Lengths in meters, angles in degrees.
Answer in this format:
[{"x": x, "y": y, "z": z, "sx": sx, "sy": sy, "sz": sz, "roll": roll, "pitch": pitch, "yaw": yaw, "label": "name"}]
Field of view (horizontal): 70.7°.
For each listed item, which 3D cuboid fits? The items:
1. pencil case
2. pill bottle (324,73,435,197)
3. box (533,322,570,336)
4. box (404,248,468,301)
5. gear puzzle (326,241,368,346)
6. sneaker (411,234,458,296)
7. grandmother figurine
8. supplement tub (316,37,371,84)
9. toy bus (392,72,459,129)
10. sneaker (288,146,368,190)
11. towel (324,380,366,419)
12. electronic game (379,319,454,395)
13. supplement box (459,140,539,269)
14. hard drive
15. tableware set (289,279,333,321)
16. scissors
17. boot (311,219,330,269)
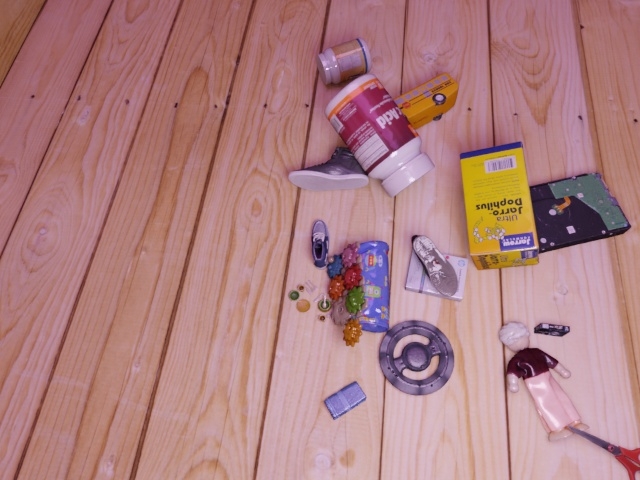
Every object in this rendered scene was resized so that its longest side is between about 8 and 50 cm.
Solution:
[{"x": 0.160, "y": 0.145, "z": 1.470, "sx": 0.133, "sy": 0.119, "sz": 0.306, "roll": 6, "pitch": 65, "yaw": -7, "label": "pencil case"}, {"x": 0.211, "y": -0.361, "z": 1.589, "sx": 0.224, "sy": 0.224, "sz": 0.392, "roll": -36, "pitch": 89, "yaw": -11, "label": "pill bottle"}, {"x": 0.711, "y": 0.275, "z": 1.390, "sx": 0.083, "sy": 0.067, "sz": 0.018, "roll": 7, "pitch": 65, "yaw": 7, "label": "box"}, {"x": 0.388, "y": 0.114, "z": 1.509, "sx": 0.186, "sy": 0.038, "sz": 0.145, "roll": 12, "pitch": 67, "yaw": 9, "label": "box"}, {"x": 0.074, "y": 0.175, "z": 1.426, "sx": 0.044, "sy": 0.175, "sz": 0.338, "roll": 19, "pitch": 50, "yaw": -32, "label": "gear puzzle"}, {"x": 0.372, "y": 0.073, "z": 1.470, "sx": 0.083, "sy": 0.118, "sz": 0.222, "roll": -29, "pitch": 94, "yaw": 9, "label": "sneaker"}, {"x": 0.632, "y": 0.399, "z": 1.330, "sx": 0.208, "sy": 0.104, "sz": 0.342, "roll": -4, "pitch": 59, "yaw": -27, "label": "grandmother figurine"}, {"x": 0.096, "y": -0.737, "z": 1.866, "sx": 0.200, "sy": 0.144, "sz": 0.144, "roll": -21, "pitch": 65, "yaw": -4, "label": "supplement tub"}, {"x": 0.379, "y": -0.517, "z": 1.759, "sx": 0.333, "sy": 0.108, "sz": 0.130, "roll": -29, "pitch": 66, "yaw": -8, "label": "toy bus"}, {"x": 0.028, "y": -0.272, "z": 1.688, "sx": 0.296, "sy": 0.104, "sz": 0.146, "roll": 0, "pitch": 64, "yaw": -1, "label": "sneaker"}, {"x": 0.076, "y": 0.485, "z": 1.373, "sx": 0.119, "sy": 0.029, "sz": 0.067, "roll": -30, "pitch": 67, "yaw": -7, "label": "towel"}, {"x": 0.297, "y": 0.360, "z": 1.399, "sx": 0.229, "sy": 0.048, "sz": 0.229, "roll": -2, "pitch": 66, "yaw": 4, "label": "electronic game"}, {"x": 0.578, "y": -0.105, "z": 1.464, "sx": 0.195, "sy": 0.194, "sz": 0.356, "roll": -8, "pitch": 68, "yaw": 24, "label": "supplement box"}, {"x": 0.836, "y": -0.095, "z": 1.550, "sx": 0.339, "sy": 0.064, "sz": 0.236, "roll": -14, "pitch": 65, "yaw": 0, "label": "hard drive"}, {"x": -0.029, "y": 0.208, "z": 1.512, "sx": 0.104, "sy": 0.024, "sz": 0.154, "roll": -39, "pitch": 69, "yaw": -12, "label": "tableware set"}, {"x": 0.806, "y": 0.563, "z": 1.228, "sx": 0.297, "sy": 0.021, "sz": 0.109, "roll": 42, "pitch": 80, "yaw": 1, "label": "scissors"}, {"x": 0.000, "y": 0.000, "z": 1.570, "sx": 0.069, "sy": 0.086, "sz": 0.190, "roll": -6, "pitch": 65, "yaw": 3, "label": "boot"}]
